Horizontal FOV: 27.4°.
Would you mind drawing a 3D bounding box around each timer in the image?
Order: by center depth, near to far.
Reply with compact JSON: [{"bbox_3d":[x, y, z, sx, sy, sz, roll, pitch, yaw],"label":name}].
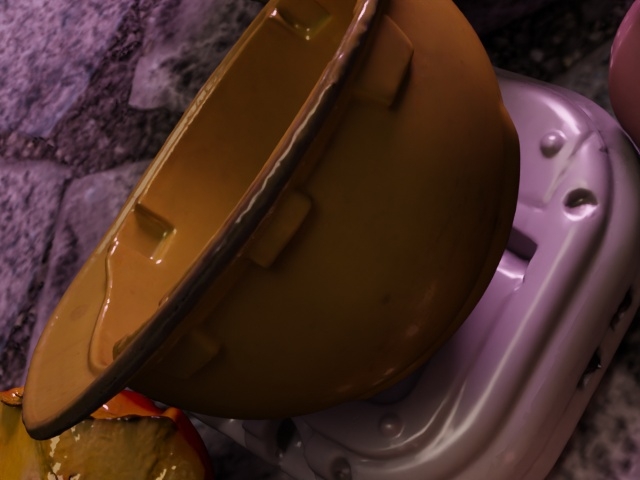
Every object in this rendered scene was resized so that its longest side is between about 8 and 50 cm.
[{"bbox_3d":[0.032,0.012,0.682,0.262,0.087,0.237,24,80,40],"label":"timer"}]

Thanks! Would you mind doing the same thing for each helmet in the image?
[{"bbox_3d":[0.000,0.000,0.561,0.257,0.140,0.205,-56,18,8],"label":"helmet"}]

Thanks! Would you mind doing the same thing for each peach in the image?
[{"bbox_3d":[-0.127,0.143,0.704,0.151,0.118,0.151,0,78,2],"label":"peach"}]

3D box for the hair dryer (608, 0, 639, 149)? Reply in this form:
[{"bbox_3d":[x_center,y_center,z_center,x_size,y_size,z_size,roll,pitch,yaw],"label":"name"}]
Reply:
[{"bbox_3d":[0.317,-0.089,0.539,0.352,0.125,0.210,-31,49,5],"label":"hair dryer"}]

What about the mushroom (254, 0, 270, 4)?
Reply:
[{"bbox_3d":[0.026,-0.276,0.740,0.352,0.260,0.352,-21,46,24],"label":"mushroom"}]
